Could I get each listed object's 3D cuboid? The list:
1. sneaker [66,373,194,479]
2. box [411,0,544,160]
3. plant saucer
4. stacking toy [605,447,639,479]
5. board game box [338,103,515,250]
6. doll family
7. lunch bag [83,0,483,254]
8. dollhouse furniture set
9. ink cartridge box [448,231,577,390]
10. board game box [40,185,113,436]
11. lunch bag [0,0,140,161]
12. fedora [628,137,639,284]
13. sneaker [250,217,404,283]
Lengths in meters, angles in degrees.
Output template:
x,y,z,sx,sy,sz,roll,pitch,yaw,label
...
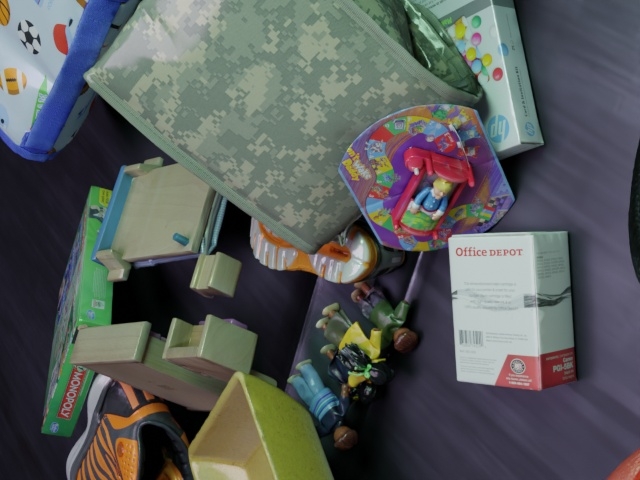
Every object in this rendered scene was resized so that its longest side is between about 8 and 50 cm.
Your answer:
x,y,z,sx,sy,sz,roll,pitch,yaw,label
-0.261,0.328,1.345,0.180,0.124,0.321,52,143,39,sneaker
0.128,-0.160,0.929,0.145,0.038,0.186,-18,80,50,box
-0.039,0.338,1.089,0.333,0.081,0.333,68,155,20,plant saucer
0.255,0.253,0.660,0.480,0.350,0.350,137,121,-63,stacking toy
0.097,-0.042,0.873,0.133,0.169,0.033,-20,40,14,board game box
0.035,0.138,1.044,0.111,0.076,0.193,48,133,32,doll family
-0.023,-0.152,0.909,0.287,0.169,0.235,43,118,-7,lunch bag
-0.125,0.037,1.211,0.286,0.198,0.303,-9,61,44,dollhouse furniture set
0.171,0.060,0.877,0.099,0.056,0.135,-1,92,50,ink cartridge box
-0.346,0.095,1.420,0.317,0.046,0.213,-102,33,-53,board game box
-0.382,-0.349,1.386,0.328,0.239,0.385,-53,47,36,lunch bag
0.316,-0.092,0.580,0.334,0.152,0.334,-162,90,-87,fedora
0.000,0.000,1.058,0.215,0.083,0.084,25,107,46,sneaker
